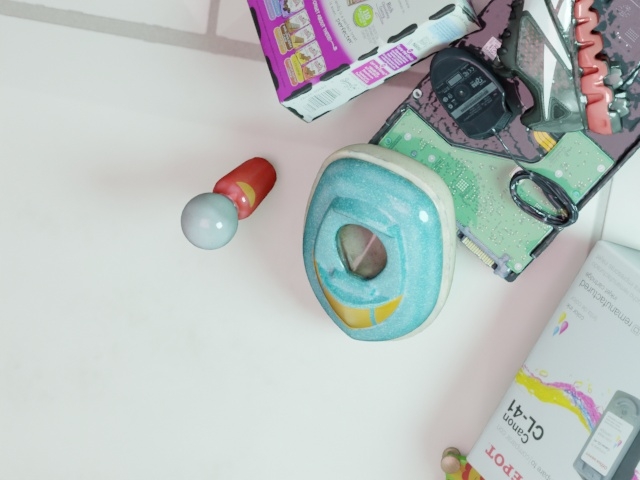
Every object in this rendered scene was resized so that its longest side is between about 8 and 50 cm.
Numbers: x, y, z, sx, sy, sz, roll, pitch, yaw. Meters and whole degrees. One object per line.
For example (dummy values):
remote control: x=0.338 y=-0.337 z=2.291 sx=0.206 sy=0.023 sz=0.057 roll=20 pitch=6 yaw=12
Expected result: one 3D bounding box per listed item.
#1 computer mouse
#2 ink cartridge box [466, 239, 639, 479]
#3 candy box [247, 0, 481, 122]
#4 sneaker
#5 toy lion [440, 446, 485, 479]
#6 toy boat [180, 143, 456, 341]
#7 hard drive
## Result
computer mouse: x=0.205 y=-0.114 z=1.580 sx=0.071 sy=0.041 sz=0.242 roll=-34 pitch=96 yaw=28
ink cartridge box: x=0.330 y=0.187 z=1.557 sx=0.226 sy=0.131 sz=0.306 roll=45 pitch=112 yaw=45
candy box: x=0.046 y=-0.259 z=1.616 sx=0.233 sy=0.071 sz=0.159 roll=-27 pitch=63 yaw=20
sneaker: x=0.237 y=-0.238 z=1.511 sx=0.135 sy=0.097 sz=0.276 roll=-11 pitch=98 yaw=16
toy lion: x=0.188 y=0.296 z=1.724 sx=0.096 sy=0.034 sz=0.100 roll=12 pitch=103 yaw=7
toy boat: x=0.000 y=0.000 z=1.643 sx=0.318 sy=0.148 sz=0.267 roll=21 pitch=133 yaw=23
hard drive: x=0.243 y=-0.149 z=1.611 sx=0.237 sy=0.064 sz=0.339 roll=42 pitch=108 yaw=6
